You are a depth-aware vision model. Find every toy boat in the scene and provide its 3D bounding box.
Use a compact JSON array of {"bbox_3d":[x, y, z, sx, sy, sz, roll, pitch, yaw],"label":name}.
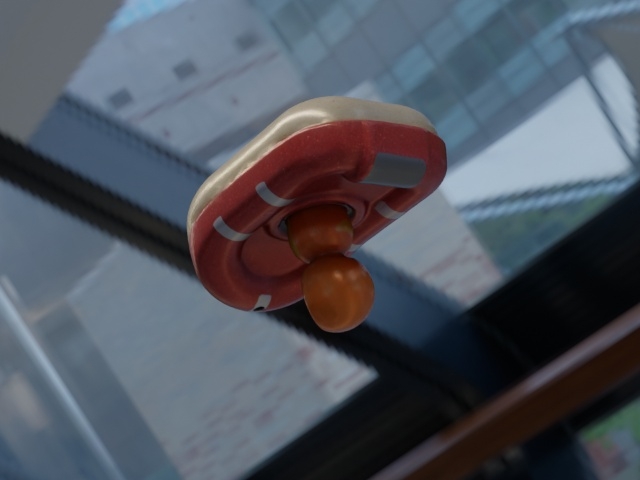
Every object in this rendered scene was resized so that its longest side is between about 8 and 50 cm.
[{"bbox_3d":[0.000,0.000,1.355,0.151,0.151,0.231,5,-29,-36],"label":"toy boat"}]
